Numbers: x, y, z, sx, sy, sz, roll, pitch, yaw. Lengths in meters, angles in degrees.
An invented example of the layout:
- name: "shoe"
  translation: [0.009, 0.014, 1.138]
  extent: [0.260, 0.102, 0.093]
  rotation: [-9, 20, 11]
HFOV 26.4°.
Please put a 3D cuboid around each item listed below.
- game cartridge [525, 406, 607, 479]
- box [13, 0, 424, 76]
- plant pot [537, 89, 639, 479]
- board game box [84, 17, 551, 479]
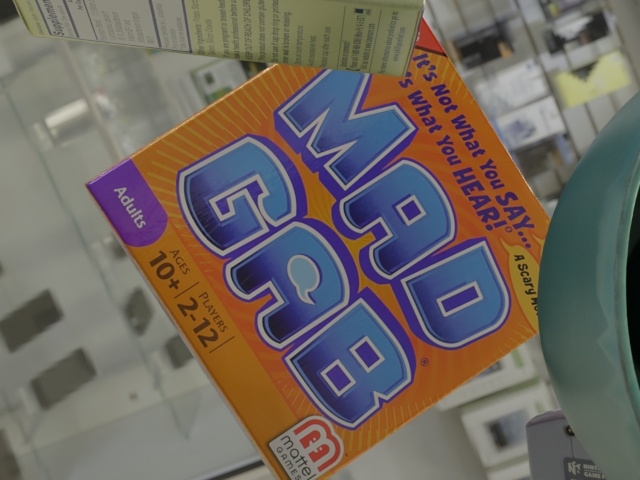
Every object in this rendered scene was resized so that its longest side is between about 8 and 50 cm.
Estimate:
- name: "game cartridge"
  translation: [0.372, 0.276, 1.503]
  extent: [0.062, 0.297, 0.198]
  rotation: [-16, 105, -51]
- name: "box"
  translation: [-0.052, -0.229, 0.829]
  extent: [0.117, 0.243, 0.213]
  rotation: [101, -5, -77]
- name: "plant pot"
  translation: [0.238, 0.031, 0.655]
  extent: [0.235, 0.293, 0.293]
  rotation: [155, -86, -80]
- name: "board game box"
  translation: [0.000, 0.000, 1.437]
  extent: [0.356, 0.356, 0.356]
  rotation: [57, -7, -4]
